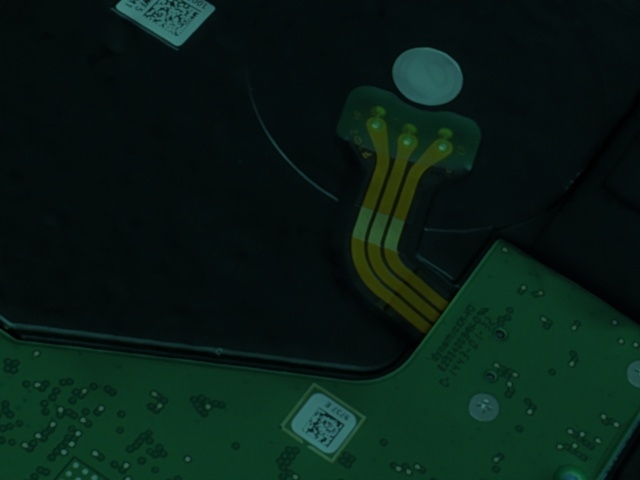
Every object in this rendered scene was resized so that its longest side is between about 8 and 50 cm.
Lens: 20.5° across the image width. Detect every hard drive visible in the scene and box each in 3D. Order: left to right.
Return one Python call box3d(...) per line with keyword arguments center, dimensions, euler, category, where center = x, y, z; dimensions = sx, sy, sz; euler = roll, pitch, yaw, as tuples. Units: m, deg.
box3d(center=(0.000, 0.000, 0.525), dimensions=(0.237, 0.339, 0.064), euler=(32, 148, 11), category="hard drive")
